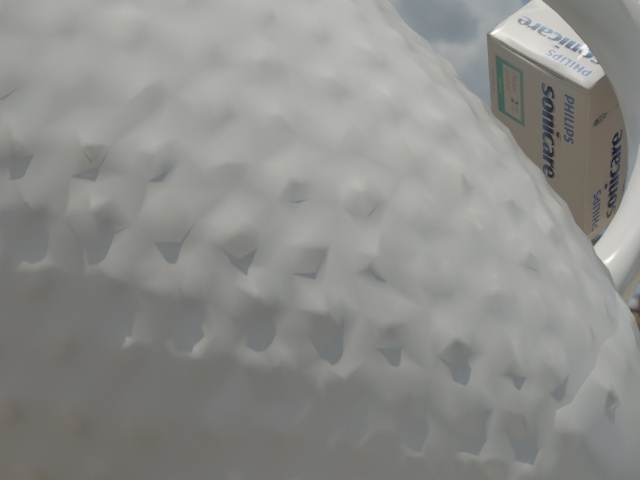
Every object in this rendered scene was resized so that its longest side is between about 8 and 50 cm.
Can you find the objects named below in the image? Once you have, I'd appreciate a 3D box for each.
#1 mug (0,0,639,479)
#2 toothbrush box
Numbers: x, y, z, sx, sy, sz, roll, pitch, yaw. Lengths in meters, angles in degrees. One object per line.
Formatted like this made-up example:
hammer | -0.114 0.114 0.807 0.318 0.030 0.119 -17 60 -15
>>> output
mug | 0.000 0.000 0.442 0.328 0.374 0.276 43 -15 7
toothbrush box | 0.312 -0.172 1.011 0.126 0.295 0.216 38 -22 35
